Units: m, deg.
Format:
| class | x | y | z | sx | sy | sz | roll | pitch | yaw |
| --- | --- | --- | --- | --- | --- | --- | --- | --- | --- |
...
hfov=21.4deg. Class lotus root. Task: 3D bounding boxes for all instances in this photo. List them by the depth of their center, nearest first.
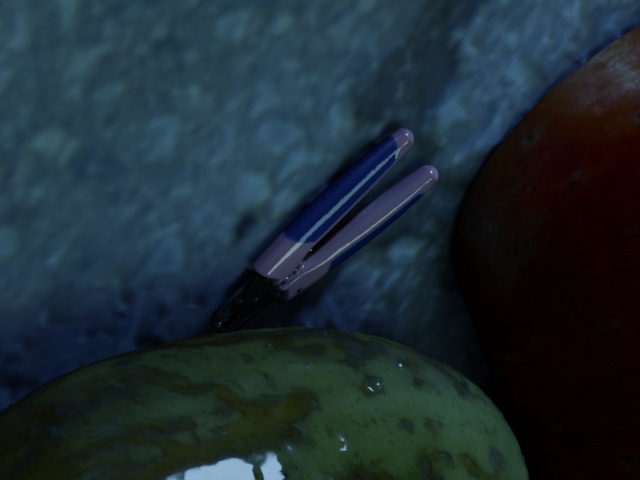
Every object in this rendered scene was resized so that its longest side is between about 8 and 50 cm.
| class | x | y | z | sx | sy | sz | roll | pitch | yaw |
| --- | --- | --- | --- | --- | --- | --- | --- | --- | --- |
| lotus root | -0.036 | 0.126 | 0.656 | 0.309 | 0.173 | 0.173 | -4 | 128 | -39 |

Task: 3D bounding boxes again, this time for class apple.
| class | x | y | z | sx | sy | sz | roll | pitch | yaw |
| --- | --- | --- | --- | --- | --- | --- | --- | --- | --- |
| apple | 0.230 | 0.038 | 0.840 | 0.364 | 0.295 | 0.329 | -19 | 173 | -25 |

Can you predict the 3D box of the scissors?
| class | x | y | z | sx | sy | sz | roll | pitch | yaw |
| --- | --- | --- | --- | --- | --- | --- | --- | --- | --- |
| scissors | 0.000 | 0.000 | 0.695 | 0.113 | 0.012 | 0.039 | -41 | 140 | -1 |
